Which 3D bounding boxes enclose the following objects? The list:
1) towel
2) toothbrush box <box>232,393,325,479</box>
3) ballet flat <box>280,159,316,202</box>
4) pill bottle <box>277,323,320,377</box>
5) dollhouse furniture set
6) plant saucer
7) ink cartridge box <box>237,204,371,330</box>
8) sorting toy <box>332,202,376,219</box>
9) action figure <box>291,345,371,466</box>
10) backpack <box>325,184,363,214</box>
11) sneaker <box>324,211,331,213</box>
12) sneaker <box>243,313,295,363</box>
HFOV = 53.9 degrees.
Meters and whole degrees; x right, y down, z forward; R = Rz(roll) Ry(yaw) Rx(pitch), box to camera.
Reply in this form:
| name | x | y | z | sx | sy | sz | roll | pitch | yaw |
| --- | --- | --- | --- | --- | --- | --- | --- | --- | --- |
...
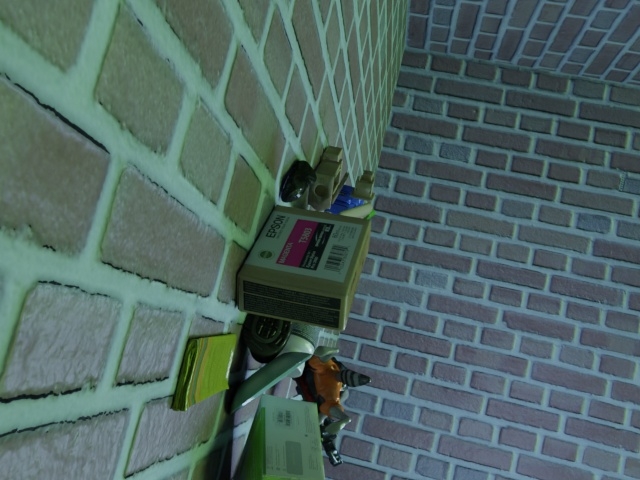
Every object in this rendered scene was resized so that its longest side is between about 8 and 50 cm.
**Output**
| name | x | y | z | sx | sy | sz | roll | pitch | yaw |
| --- | --- | --- | --- | --- | --- | --- | --- | --- | --- |
| towel | -0.169 | 0.197 | 0.975 | 0.237 | 0.021 | 0.102 | 43 | 60 | -81 |
| toothbrush box | -0.094 | 0.480 | 1.231 | 0.206 | 0.122 | 0.283 | -99 | -157 | -59 |
| ballet flat | -0.047 | -0.126 | 1.306 | 0.049 | 0.057 | 0.173 | -37 | -171 | 24 |
| pill bottle | -0.059 | 0.221 | 1.474 | 0.108 | 0.108 | 0.180 | 91 | 14 | -54 |
| dollhouse furniture set | 0.070 | -0.150 | 1.620 | 0.182 | 0.161 | 0.101 | -64 | 164 | -57 |
| plant saucer | -0.104 | 0.265 | 1.222 | 0.195 | 0.037 | 0.195 | -36 | 170 | -8 |
| ink cartridge box | -0.023 | 0.041 | 1.138 | 0.234 | 0.193 | 0.088 | -69 | 166 | -52 |
| sorting toy | 0.015 | -0.022 | 1.484 | 0.196 | 0.047 | 0.348 | -42 | 170 | 29 |
| action figure | 0.040 | 0.404 | 1.624 | 0.330 | 0.179 | 0.341 | 119 | -52 | -83 |
| backpack | 0.066 | -0.106 | 1.916 | 0.120 | 0.098 | 0.101 | -55 | 148 | -39 |
| sneaker | 0.000 | 0.000 | 1.785 | 0.067 | 0.064 | 0.175 | -37 | 138 | -47 |
| sneaker | -0.078 | 0.117 | 1.270 | 0.130 | 0.109 | 0.286 | 101 | 14 | -58 |
